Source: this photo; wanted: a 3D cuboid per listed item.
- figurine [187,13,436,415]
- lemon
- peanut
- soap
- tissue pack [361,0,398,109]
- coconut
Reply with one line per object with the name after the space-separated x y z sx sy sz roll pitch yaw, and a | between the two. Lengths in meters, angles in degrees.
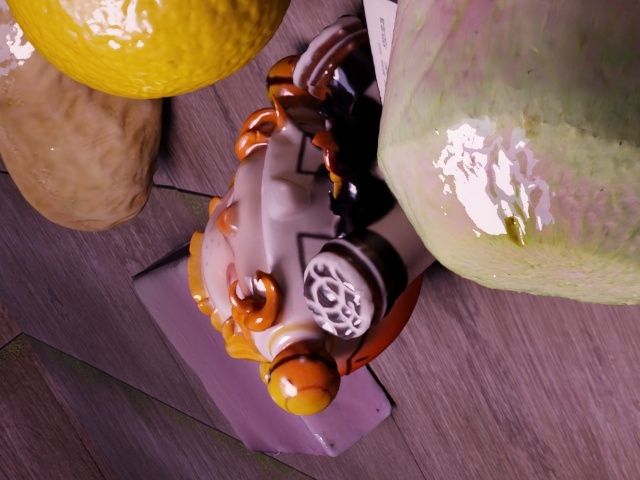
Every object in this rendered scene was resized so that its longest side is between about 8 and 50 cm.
0.005 0.000 1.091 0.323 0.196 0.320 134 141 -59 | figurine
-0.131 -0.220 0.992 0.253 0.228 0.228 29 148 41 | lemon
-0.273 -0.163 1.388 0.387 0.192 0.169 74 -170 -46 | peanut
-0.083 0.120 1.547 0.285 0.107 0.296 55 157 -8 | soap
0.092 -0.123 0.880 0.103 0.090 0.170 34 149 36 | tissue pack
0.139 -0.087 0.711 0.205 0.236 0.236 23 172 -30 | coconut
